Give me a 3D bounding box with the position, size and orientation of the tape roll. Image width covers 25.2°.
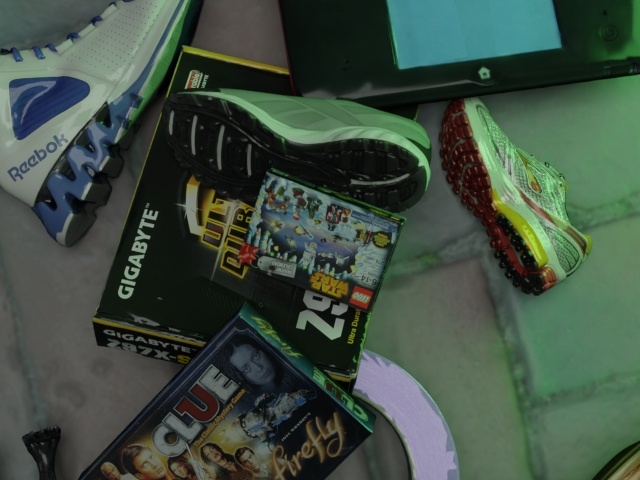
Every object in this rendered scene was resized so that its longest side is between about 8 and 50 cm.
[{"bbox_3d":[0.000,0.240,1.438,0.275,0.090,0.274,0,82,1],"label":"tape roll"}]

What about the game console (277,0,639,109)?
[{"bbox_3d":[0.139,-0.311,1.477,0.387,0.060,0.342,-8,73,-5],"label":"game console"}]

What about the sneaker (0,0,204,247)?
[{"bbox_3d":[-0.261,-0.171,1.472,0.182,0.127,0.315,28,86,2],"label":"sneaker"}]

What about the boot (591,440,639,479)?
[{"bbox_3d":[0.398,0.276,1.404,0.283,0.109,0.220,-28,79,-24],"label":"boot"}]

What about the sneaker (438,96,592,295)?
[{"bbox_3d":[0.199,-0.056,1.482,0.093,0.088,0.225,-26,83,-22],"label":"sneaker"}]

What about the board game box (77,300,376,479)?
[{"bbox_3d":[-0.091,0.198,1.327,0.165,0.042,0.243,42,106,-5],"label":"board game box"}]

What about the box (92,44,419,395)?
[{"bbox_3d":[-0.058,-0.021,1.425,0.257,0.079,0.322,14,63,2],"label":"box"}]

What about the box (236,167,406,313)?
[{"bbox_3d":[0.000,0.000,1.331,0.137,0.027,0.094,20,105,6],"label":"box"}]

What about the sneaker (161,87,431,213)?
[{"bbox_3d":[-0.023,-0.094,1.381,0.272,0.108,0.100,13,121,9],"label":"sneaker"}]

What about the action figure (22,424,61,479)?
[{"bbox_3d":[-0.284,0.332,1.408,0.164,0.141,0.275,-16,80,-4],"label":"action figure"}]
